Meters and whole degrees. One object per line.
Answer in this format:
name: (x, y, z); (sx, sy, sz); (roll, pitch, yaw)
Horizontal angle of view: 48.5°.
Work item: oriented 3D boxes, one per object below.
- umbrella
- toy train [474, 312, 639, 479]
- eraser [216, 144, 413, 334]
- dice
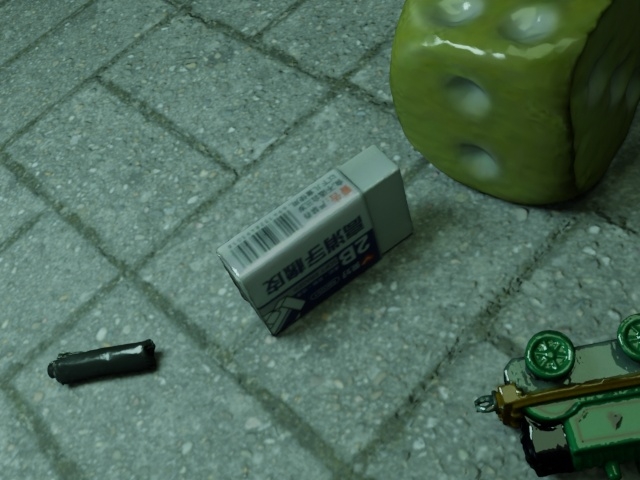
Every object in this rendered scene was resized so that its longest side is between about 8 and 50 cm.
umbrella: (-0.253, 0.142, 0.825); (0.133, 0.031, 0.036); (-11, 50, 11)
toy train: (0.255, 0.147, 0.627); (0.228, 0.091, 0.136); (-14, 62, 7)
eraser: (0.000, 0.000, 0.793); (0.210, 0.124, 0.068); (-35, 51, -10)
dice: (0.231, -0.201, 0.800); (0.227, 0.233, 0.238); (26, 65, 32)
